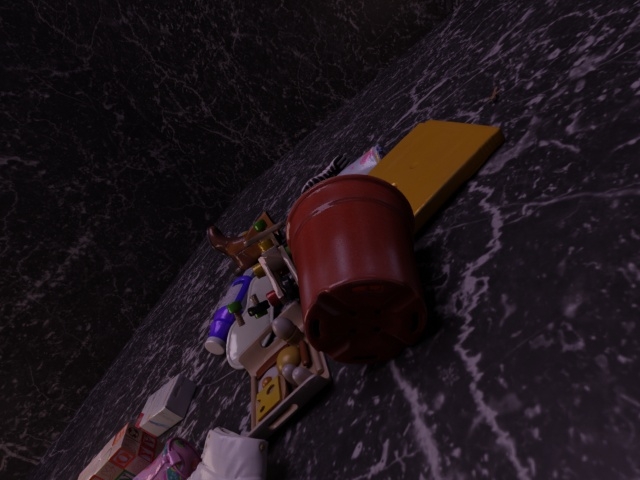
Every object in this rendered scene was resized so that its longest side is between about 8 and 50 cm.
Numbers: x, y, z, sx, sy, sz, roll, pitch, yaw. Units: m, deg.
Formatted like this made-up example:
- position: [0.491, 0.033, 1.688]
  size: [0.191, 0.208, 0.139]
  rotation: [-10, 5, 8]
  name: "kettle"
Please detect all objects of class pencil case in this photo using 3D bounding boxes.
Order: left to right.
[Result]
- position: [-0.374, 0.562, 0.881]
  size: [0.284, 0.124, 0.124]
  rotation: [-45, 19, -1]
  name: "pencil case"
- position: [0.121, -0.185, 1.323]
  size: [0.273, 0.113, 0.124]
  rotation: [-32, 44, 36]
  name: "pencil case"

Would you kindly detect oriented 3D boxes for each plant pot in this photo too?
- position: [0.068, 0.060, 0.767]
  size: [0.272, 0.272, 0.265]
  rotation: [-39, 29, 23]
  name: "plant pot"

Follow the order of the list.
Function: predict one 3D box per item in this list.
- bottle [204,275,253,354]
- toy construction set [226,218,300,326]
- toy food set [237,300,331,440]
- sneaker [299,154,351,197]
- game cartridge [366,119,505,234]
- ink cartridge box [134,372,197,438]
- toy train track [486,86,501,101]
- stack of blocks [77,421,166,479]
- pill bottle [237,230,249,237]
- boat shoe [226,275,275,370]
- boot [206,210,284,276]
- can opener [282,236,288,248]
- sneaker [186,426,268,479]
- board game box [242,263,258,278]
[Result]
- position: [-0.295, 0.245, 1.385]
  size: [0.118, 0.092, 0.283]
  rotation: [-34, 23, 35]
  name: "bottle"
- position: [-0.082, 0.028, 1.053]
  size: [0.308, 0.238, 0.257]
  rotation: [-29, -8, 23]
  name: "toy construction set"
- position: [-0.103, 0.280, 0.910]
  size: [0.219, 0.092, 0.306]
  rotation: [-45, 19, 6]
  name: "toy food set"
- position: [0.002, -0.221, 1.693]
  size: [0.281, 0.106, 0.162]
  rotation: [-44, 11, -23]
  name: "sneaker"
- position: [0.244, -0.170, 1.039]
  size: [0.323, 0.053, 0.285]
  rotation: [-44, 31, -5]
  name: "game cartridge"
- position: [-0.474, 0.511, 1.270]
  size: [0.175, 0.072, 0.128]
  rotation: [-39, 20, 23]
  name: "ink cartridge box"
- position: [0.480, -0.400, 1.137]
  size: [0.048, 0.014, 0.083]
  rotation: [-38, 14, 46]
  name: "toy train track"
- position: [-0.489, 0.602, 0.974]
  size: [0.297, 0.171, 0.087]
  rotation: [-47, 19, 0]
  name: "stack of blocks"
- position: [-0.327, 0.007, 1.908]
  size: [0.103, 0.103, 0.184]
  rotation: [-54, 20, -19]
  name: "pill bottle"
- position: [-0.186, 0.244, 1.203]
  size: [0.320, 0.116, 0.099]
  rotation: [-80, -6, -46]
  name: "boat shoe"
- position: [-0.324, -0.025, 1.750]
  size: [0.280, 0.264, 0.096]
  rotation: [-42, -15, 20]
  name: "boot"
- position: [-0.103, -0.014, 1.547]
  size: [0.186, 0.073, 0.059]
  rotation: [-36, 28, 54]
  name: "can opener"
- position: [-0.198, 0.428, 0.740]
  size: [0.292, 0.108, 0.169]
  rotation: [-24, 48, 30]
  name: "sneaker"
- position: [-0.293, 0.145, 1.691]
  size: [0.090, 0.020, 0.090]
  rotation: [-29, 26, 42]
  name: "board game box"
